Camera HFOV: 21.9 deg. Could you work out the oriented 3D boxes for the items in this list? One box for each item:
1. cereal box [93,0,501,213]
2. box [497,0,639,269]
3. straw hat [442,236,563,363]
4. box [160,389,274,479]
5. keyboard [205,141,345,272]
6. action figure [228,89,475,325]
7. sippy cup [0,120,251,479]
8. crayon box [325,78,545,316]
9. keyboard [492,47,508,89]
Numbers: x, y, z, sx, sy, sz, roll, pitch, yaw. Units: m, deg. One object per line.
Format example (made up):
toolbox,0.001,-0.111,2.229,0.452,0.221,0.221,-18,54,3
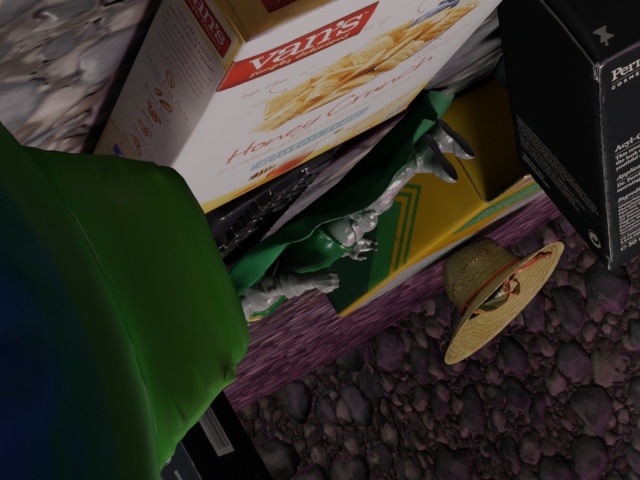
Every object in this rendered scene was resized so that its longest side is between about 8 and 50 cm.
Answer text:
cereal box,0.000,-0.082,0.682,0.173,0.047,0.240,-28,173,-23
box,0.229,-0.127,0.865,0.261,0.103,0.184,-30,149,-8
straw hat,0.135,0.032,1.383,0.144,0.061,0.144,-40,163,-15
box,-0.240,0.265,1.671,0.312,0.179,0.343,-30,173,5
keyboard,-0.100,0.022,1.111,0.201,0.033,0.317,-28,172,-24
action figure,0.000,0.000,1.116,0.232,0.063,0.137,-38,-177,28
sippy cup,-0.179,0.069,0.344,0.305,0.240,0.224,16,163,-24
crayon box,0.133,-0.062,1.296,0.203,0.083,0.323,-28,174,-30
keyboard,0.157,-0.139,1.099,0.192,0.038,0.100,-19,143,-57
